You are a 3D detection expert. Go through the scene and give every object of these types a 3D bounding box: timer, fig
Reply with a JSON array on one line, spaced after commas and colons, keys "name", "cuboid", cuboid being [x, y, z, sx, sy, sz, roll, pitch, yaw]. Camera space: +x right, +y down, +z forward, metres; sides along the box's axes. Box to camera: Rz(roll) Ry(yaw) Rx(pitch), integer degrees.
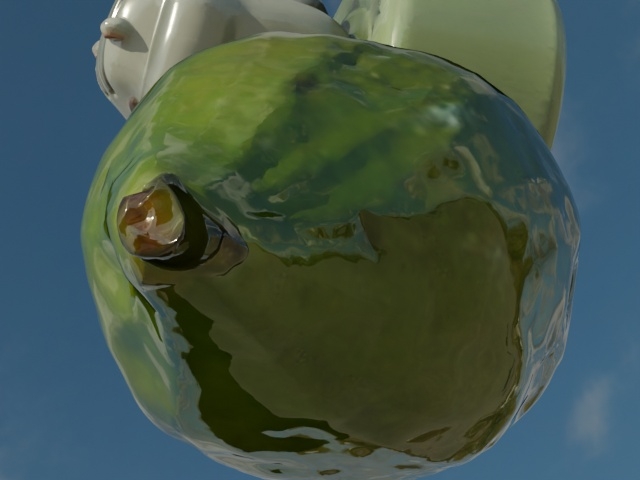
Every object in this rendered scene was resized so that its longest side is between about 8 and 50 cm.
[{"name": "timer", "cuboid": [-0.018, -0.107, 0.867, 0.315, 0.290, 0.290, 15, -59, -15]}, {"name": "fig", "cuboid": [-0.004, -0.015, 0.508, 0.233, 0.233, 0.314, -31, -38, 3]}]
